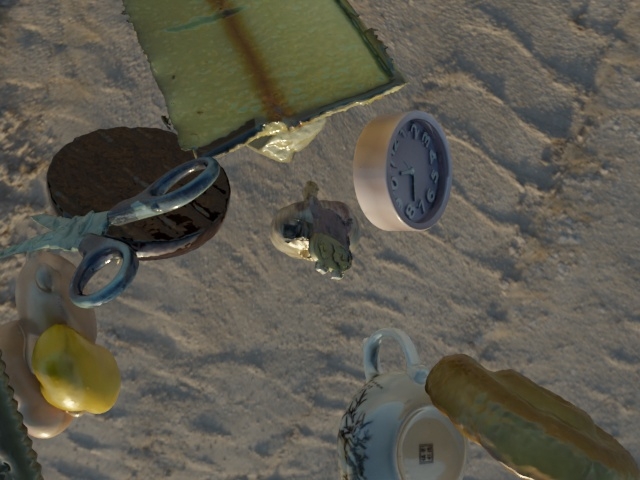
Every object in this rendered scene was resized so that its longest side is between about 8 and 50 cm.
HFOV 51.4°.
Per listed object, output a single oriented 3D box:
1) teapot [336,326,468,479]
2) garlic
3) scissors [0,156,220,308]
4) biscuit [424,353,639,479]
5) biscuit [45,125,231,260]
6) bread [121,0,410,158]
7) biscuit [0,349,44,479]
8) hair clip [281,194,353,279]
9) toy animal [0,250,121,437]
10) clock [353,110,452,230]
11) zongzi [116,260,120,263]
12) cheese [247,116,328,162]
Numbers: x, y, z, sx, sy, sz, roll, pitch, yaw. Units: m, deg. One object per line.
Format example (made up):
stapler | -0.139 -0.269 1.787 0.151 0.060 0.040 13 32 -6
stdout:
teapot | 0.113 0.274 0.955 0.208 0.300 0.166 6 159 -21
garlic | -0.015 -0.065 1.803 0.244 0.253 0.245 -1 150 0
scissors | -0.316 -0.015 0.892 0.383 0.256 0.029 -2 133 40
biscuit | 0.269 0.231 0.805 0.274 0.213 0.091 31 95 -12
biscuit | -0.410 -0.110 1.523 0.407 0.408 0.091 11 135 -9
bread | -0.115 -0.316 1.000 0.345 0.242 0.405 -29 93 10
biscuit | -0.501 0.284 0.954 0.217 0.044 0.325 -10 99 23
hair clip | 0.006 -0.002 1.329 0.187 0.146 0.056 20 153 -41
toy animal | -0.527 0.206 1.207 0.246 0.277 0.345 -19 102 -7
clock | 0.140 -0.114 1.104 0.068 0.197 0.197 2 125 43
zongzi | -0.590 -0.126 1.930 0.274 0.145 0.300 48 114 20
cheese | -0.080 -0.352 1.672 0.115 0.327 0.318 20 142 -30
